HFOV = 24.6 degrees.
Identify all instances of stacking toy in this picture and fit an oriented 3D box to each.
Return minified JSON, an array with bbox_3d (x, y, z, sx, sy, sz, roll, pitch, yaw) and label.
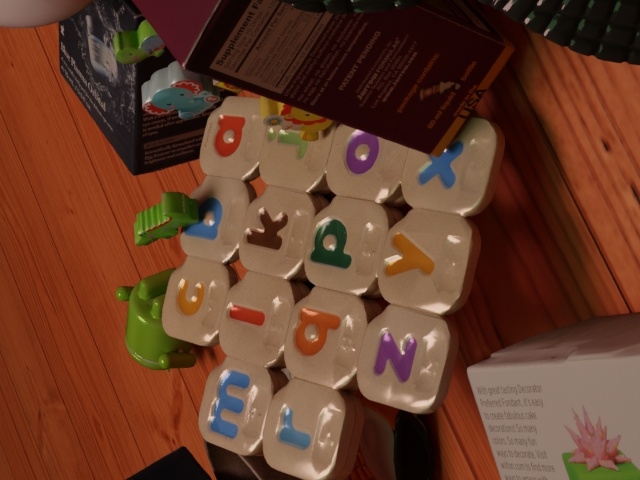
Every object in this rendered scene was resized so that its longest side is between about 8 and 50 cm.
[{"bbox_3d":[-0.072,-0.115,0.975,0.221,0.052,0.167,-31,56,40],"label":"stacking toy"}]

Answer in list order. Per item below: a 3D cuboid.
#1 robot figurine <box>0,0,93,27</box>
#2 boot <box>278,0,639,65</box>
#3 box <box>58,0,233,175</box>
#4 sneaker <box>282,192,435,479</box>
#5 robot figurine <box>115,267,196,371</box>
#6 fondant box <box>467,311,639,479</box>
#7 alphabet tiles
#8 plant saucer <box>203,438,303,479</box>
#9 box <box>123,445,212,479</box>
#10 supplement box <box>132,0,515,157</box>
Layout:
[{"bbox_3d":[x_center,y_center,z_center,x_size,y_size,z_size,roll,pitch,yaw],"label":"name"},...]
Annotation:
[{"bbox_3d":[-0.212,-0.289,1.068,0.209,0.173,0.278,-20,49,40],"label":"robot figurine"},{"bbox_3d":[0.096,-0.163,0.673,0.161,0.246,0.083,-68,-16,-51],"label":"boot"},{"bbox_3d":[-0.142,-0.166,1.183,0.156,0.093,0.158,51,147,38],"label":"box"},{"bbox_3d":[0.005,0.068,1.041,0.121,0.099,0.262,35,136,59],"label":"sneaker"},{"bbox_3d":[-0.150,0.077,1.392,0.101,0.067,0.115,51,149,26],"label":"robot figurine"},{"bbox_3d":[0.211,0.197,0.702,0.238,0.096,0.330,-16,93,65],"label":"fondant box"},{"bbox_3d":[0.000,0.000,0.911,0.278,0.021,0.284,10,86,50],"label":"alphabet tiles"},{"bbox_3d":[0.008,0.270,1.150,0.310,0.050,0.310,52,164,22],"label":"plant saucer"},{"bbox_3d":[-0.149,0.434,1.276,0.212,0.293,0.395,42,155,46],"label":"box"},{"bbox_3d":[-0.002,-0.124,0.788,0.081,0.188,0.104,-56,44,21],"label":"supplement box"}]
